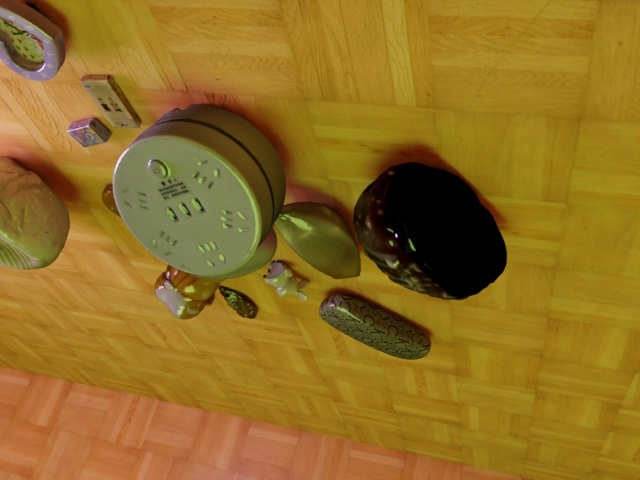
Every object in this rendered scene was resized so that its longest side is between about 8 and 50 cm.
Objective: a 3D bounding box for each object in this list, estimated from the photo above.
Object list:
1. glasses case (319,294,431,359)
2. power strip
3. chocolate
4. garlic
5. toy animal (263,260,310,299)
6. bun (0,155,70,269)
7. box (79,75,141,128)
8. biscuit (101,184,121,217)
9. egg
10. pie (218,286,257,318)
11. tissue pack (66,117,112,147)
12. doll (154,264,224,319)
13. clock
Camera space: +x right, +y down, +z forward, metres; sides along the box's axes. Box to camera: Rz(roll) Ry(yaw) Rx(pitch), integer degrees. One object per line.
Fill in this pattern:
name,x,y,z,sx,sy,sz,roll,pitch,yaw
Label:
glasses case,0.158,0.253,2.094,0.354,0.085,0.137,29,150,-19
power strip,-0.244,-0.092,1.521,0.357,0.161,0.358,10,127,14
chocolate,0.202,-0.009,1.502,0.340,0.225,0.210,36,154,-31
garlic,0.007,-0.004,1.710,0.143,0.112,0.318,-23,133,20
toy animal,-0.094,0.113,2.007,0.085,0.071,0.124,-19,129,21
bun,-0.824,-0.083,1.898,0.352,0.227,0.349,13,151,12
box,-0.445,-0.293,1.550,0.073,0.020,0.149,4,148,20
biscuit,-0.485,-0.083,1.898,0.170,0.050,0.170,14,151,8
egg,-0.240,0.001,1.773,0.271,0.197,0.196,6,150,-1
pie,-0.249,0.202,2.281,0.088,0.033,0.191,-2,146,23
tissue pack,-0.528,-0.247,1.659,0.083,0.035,0.063,-3,145,34
doll,-0.374,0.122,2.082,0.166,0.162,0.269,45,153,0
clock,-0.561,-0.397,1.389,0.172,0.064,0.198,2,147,25
